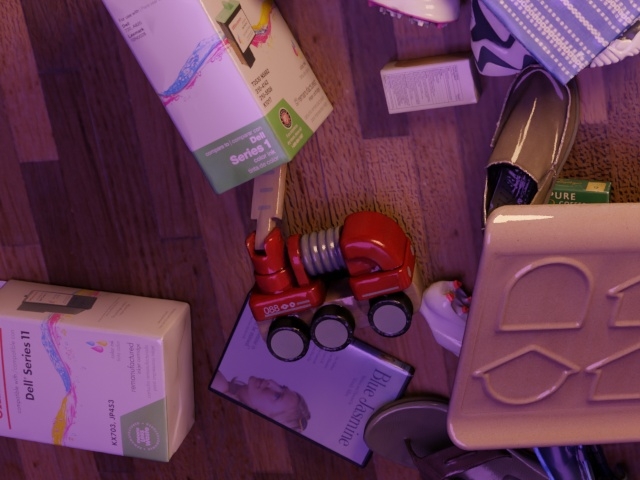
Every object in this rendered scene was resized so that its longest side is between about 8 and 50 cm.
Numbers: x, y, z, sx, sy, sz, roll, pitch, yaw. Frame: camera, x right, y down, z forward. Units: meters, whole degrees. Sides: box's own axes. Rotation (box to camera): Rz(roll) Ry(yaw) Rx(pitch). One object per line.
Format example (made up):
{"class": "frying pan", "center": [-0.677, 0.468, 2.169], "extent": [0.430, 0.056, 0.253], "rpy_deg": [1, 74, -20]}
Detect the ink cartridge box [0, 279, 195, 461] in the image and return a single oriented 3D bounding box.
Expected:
{"class": "ink cartridge box", "center": [-0.365, 0.179, 2.190], "extent": [0.353, 0.119, 0.207], "rpy_deg": [6, 116, 14]}

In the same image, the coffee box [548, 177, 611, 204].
{"class": "coffee box", "center": [0.308, 0.011, 1.947], "extent": [0.113, 0.040, 0.184], "rpy_deg": [4, 115, 18]}

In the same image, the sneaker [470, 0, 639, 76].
{"class": "sneaker", "center": [0.277, -0.284, 1.790], "extent": [0.235, 0.094, 0.153], "rpy_deg": [-3, 122, 29]}

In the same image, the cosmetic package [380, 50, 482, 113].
{"class": "cosmetic package", "center": [0.137, -0.195, 1.906], "extent": [0.115, 0.041, 0.060], "rpy_deg": [-4, 112, 19]}

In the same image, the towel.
{"class": "towel", "center": [0.313, -0.368, 1.714], "extent": [0.336, 0.040, 0.243], "rpy_deg": [-43, 92, 11]}

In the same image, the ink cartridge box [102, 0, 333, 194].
{"class": "ink cartridge box", "center": [-0.120, -0.227, 1.880], "extent": [0.117, 0.201, 0.278], "rpy_deg": [-23, 105, 24]}

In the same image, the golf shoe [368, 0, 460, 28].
{"class": "golf shoe", "center": [0.037, -0.360, 1.835], "extent": [0.306, 0.115, 0.140], "rpy_deg": [20, 108, 0]}

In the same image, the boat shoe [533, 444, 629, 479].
{"class": "boat shoe", "center": [0.369, 0.333, 2.042], "extent": [0.089, 0.109, 0.258], "rpy_deg": [-28, 105, 23]}

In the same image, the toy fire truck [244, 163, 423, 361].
{"class": "toy fire truck", "center": [0.000, 0.000, 1.993], "extent": [0.217, 0.158, 0.246], "rpy_deg": [-14, 115, 16]}

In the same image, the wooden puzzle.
{"class": "wooden puzzle", "center": [0.326, 0.097, 1.895], "extent": [0.322, 0.080, 0.348], "rpy_deg": [-2, 124, -11]}

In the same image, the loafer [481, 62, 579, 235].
{"class": "loafer", "center": [0.250, -0.100, 1.859], "extent": [0.094, 0.087, 0.251], "rpy_deg": [12, 96, 15]}

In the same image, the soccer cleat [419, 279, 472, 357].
{"class": "soccer cleat", "center": [0.202, 0.135, 2.030], "extent": [0.196, 0.068, 0.076], "rpy_deg": [49, 133, -7]}

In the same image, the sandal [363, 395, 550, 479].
{"class": "sandal", "center": [0.202, 0.307, 2.090], "extent": [0.303, 0.086, 0.120], "rpy_deg": [25, 120, 4]}

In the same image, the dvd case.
{"class": "dvd case", "center": [-0.016, 0.193, 2.144], "extent": [0.253, 0.022, 0.180], "rpy_deg": [26, 119, 4]}
